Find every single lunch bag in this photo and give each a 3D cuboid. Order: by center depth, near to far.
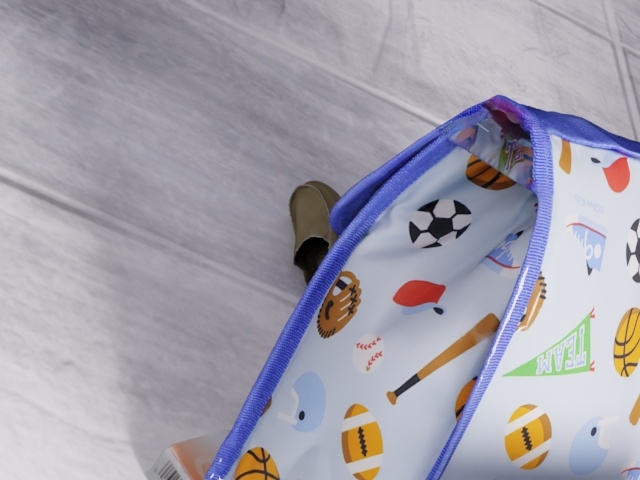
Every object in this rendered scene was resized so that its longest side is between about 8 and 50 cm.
[{"bbox_3d":[0.145,0.093,1.344,0.328,0.385,0.239,13,19,-47],"label":"lunch bag"}]

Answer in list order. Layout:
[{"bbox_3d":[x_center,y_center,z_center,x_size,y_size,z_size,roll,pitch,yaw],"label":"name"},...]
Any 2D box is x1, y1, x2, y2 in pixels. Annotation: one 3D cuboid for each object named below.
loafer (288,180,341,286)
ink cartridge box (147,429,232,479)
[{"bbox_3d":[0.000,0.000,1.673,0.050,0.056,0.148,15,40,-41],"label":"loafer"},{"bbox_3d":[-0.030,0.212,1.408,0.179,0.045,0.145,-13,59,-47],"label":"ink cartridge box"}]
